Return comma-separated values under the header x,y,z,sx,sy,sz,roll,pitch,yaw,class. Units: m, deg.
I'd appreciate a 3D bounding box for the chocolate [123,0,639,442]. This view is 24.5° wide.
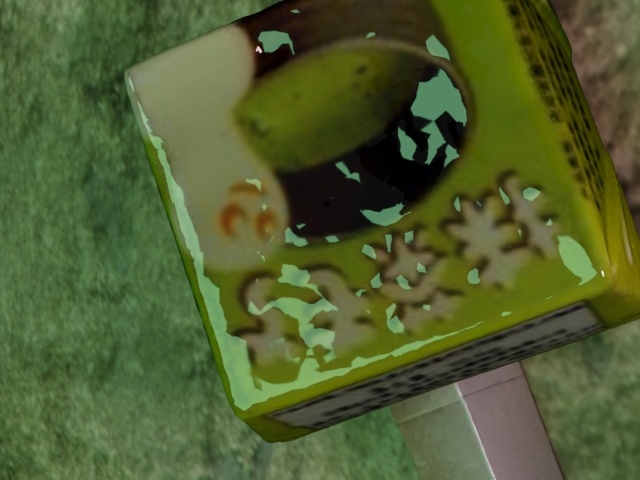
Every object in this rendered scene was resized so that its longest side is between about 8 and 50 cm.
x,y,z,sx,sy,sz,roll,pitch,yaw,class
0.038,-0.039,0.993,0.301,0.137,0.289,-21,82,14,chocolate

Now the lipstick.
x,y,z,sx,sy,sz,roll,pitch,yaw,class
0.081,0.059,1.101,0.076,0.080,0.371,-28,80,44,lipstick
